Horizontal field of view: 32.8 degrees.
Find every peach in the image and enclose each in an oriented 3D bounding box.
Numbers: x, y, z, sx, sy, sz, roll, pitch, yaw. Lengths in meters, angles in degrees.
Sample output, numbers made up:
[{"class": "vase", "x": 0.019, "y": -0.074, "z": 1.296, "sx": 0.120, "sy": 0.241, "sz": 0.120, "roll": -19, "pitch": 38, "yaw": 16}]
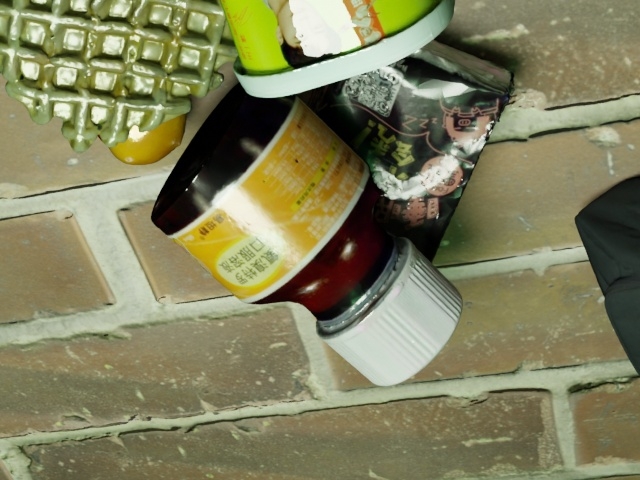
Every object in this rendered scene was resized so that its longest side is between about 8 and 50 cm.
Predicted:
[{"class": "peach", "x": -0.238, "y": -0.172, "z": 1.437, "sx": 0.138, "sy": 0.138, "sz": 0.138, "roll": 3, "pitch": 129, "yaw": 4}]

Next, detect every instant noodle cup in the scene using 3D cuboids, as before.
[{"class": "instant noodle cup", "x": -0.018, "y": -0.362, "z": 1.201, "sx": 0.293, "sy": 0.294, "sz": 0.308, "roll": -15, "pitch": 118, "yaw": 17}]

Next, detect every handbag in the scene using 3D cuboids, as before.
[{"class": "handbag", "x": 0.487, "y": 0.097, "z": 1.486, "sx": 0.178, "sy": 0.275, "sz": 0.302, "roll": -30, "pitch": 121, "yaw": 3}]

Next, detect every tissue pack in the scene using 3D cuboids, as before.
[{"class": "tissue pack", "x": 0.089, "y": -0.123, "z": 1.458, "sx": 0.245, "sy": 0.123, "sz": 0.332, "roll": 21, "pitch": 125, "yaw": 0}]

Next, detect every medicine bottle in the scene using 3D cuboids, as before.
[{"class": "medicine bottle", "x": 0.000, "y": 0.000, "z": 1.356, "sx": 0.395, "sy": 0.242, "sz": 0.242, "roll": 38, "pitch": 123, "yaw": -14}]

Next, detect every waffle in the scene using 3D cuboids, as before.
[{"class": "waffle", "x": -0.250, "y": -0.265, "z": 1.304, "sx": 0.309, "sy": 0.056, "sz": 0.292, "roll": -30, "pitch": 116, "yaw": 0}]
